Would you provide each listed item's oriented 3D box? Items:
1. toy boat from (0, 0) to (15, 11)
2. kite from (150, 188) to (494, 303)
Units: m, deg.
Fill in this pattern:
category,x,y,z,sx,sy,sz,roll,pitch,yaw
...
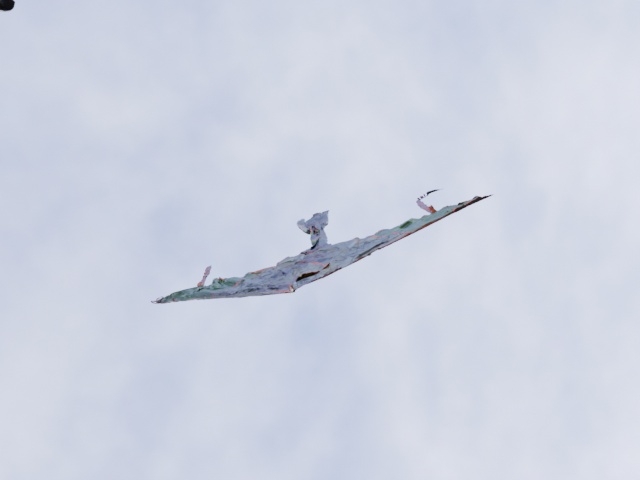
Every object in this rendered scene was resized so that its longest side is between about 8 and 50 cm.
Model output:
category,x,y,z,sx,sy,sz,roll,pitch,yaw
toy boat,-0.274,-0.208,1.290,0.140,0.269,0.141,-3,-79,-19
kite,0.000,0.000,1.013,0.244,0.198,0.006,-71,-38,-79
